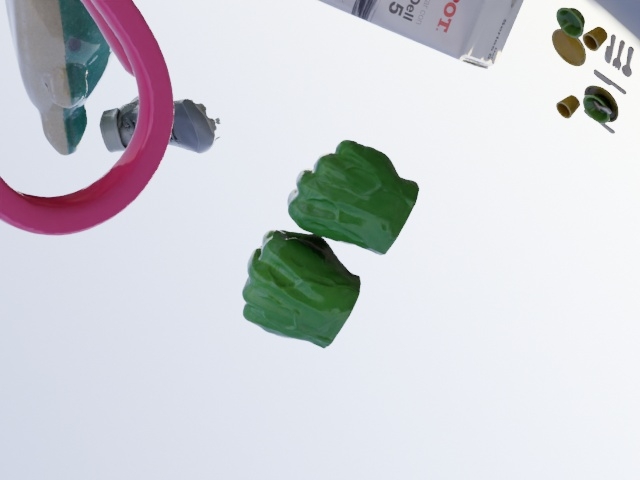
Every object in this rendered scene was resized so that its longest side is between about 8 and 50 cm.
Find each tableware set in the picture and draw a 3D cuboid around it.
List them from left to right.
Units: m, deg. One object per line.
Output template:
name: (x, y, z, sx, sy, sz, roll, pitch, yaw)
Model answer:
tableware set: (0.279, -0.179, 1.786, 0.104, 0.024, 0.154, 41, 155, 23)

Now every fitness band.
fitness band: (-0.238, -0.134, 1.395, 0.054, 0.209, 0.291, 24, 154, 48)

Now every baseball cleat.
baseball cleat: (-0.202, -0.130, 2.032, 0.206, 0.109, 0.072, 17, 130, 62)

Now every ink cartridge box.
ink cartridge box: (0.077, -0.314, 1.674, 0.273, 0.198, 0.115, 25, -170, 19)

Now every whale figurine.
whale figurine: (-0.291, -0.232, 1.980, 0.141, 0.272, 0.216, -11, -136, -12)

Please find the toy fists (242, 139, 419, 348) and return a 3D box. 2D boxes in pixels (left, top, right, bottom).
toy fists: (0.000, 0.000, 2.123, 0.142, 0.279, 0.096, 25, -160, -18)
